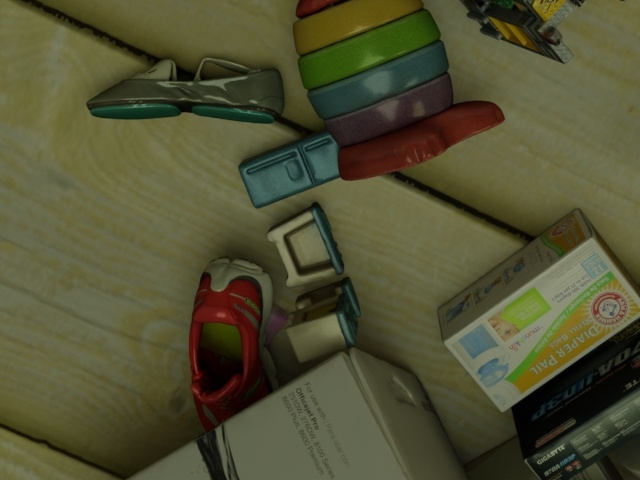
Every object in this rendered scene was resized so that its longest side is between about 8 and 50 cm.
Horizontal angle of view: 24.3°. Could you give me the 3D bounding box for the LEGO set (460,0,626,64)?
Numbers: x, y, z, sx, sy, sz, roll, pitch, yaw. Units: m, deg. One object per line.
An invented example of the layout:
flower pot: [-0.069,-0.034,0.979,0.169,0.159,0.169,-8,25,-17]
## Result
LEGO set: [0.229,-0.331,1.424,0.331,0.192,0.255,-39,117,-6]

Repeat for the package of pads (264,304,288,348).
package of pads: [-0.083,0.084,1.706,0.083,0.032,0.050,34,105,-10]

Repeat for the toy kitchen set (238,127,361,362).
toy kitchen set: [0.000,0.000,1.591,0.122,0.166,0.207,-21,99,7]

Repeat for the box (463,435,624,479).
box: [0.206,0.343,1.746,0.311,0.121,0.148,-30,106,11]

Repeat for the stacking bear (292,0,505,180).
stacking bear: [0.045,-0.222,1.536,0.164,0.175,0.289,-13,100,44]

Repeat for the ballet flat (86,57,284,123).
ballet flat: [-0.145,-0.164,1.611,0.213,0.072,0.068,2,82,-1]

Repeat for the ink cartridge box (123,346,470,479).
ink cartridge box: [-0.059,0.297,1.630,0.395,0.285,0.166,-32,71,11]

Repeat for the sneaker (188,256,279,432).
sneaker: [-0.112,0.149,1.659,0.107,0.118,0.279,7,129,12]

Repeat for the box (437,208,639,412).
box: [0.246,0.077,1.662,0.203,0.103,0.114,-38,105,13]

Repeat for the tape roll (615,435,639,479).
tape roll: [0.467,0.203,1.630,0.169,0.246,0.246,39,105,-13]

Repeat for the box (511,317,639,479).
box: [0.319,0.165,1.655,0.220,0.175,0.051,-35,105,13]
